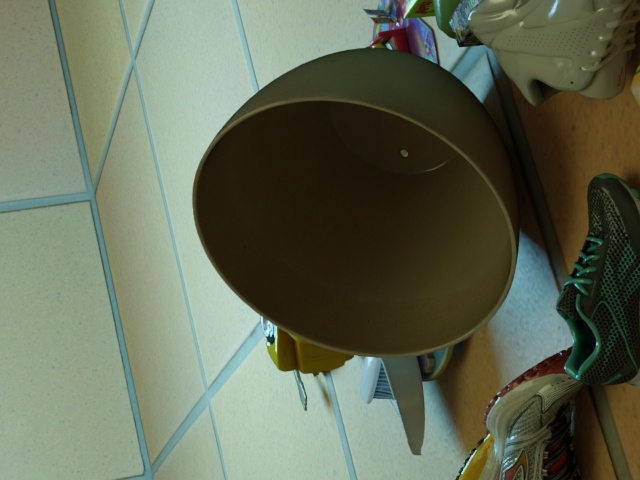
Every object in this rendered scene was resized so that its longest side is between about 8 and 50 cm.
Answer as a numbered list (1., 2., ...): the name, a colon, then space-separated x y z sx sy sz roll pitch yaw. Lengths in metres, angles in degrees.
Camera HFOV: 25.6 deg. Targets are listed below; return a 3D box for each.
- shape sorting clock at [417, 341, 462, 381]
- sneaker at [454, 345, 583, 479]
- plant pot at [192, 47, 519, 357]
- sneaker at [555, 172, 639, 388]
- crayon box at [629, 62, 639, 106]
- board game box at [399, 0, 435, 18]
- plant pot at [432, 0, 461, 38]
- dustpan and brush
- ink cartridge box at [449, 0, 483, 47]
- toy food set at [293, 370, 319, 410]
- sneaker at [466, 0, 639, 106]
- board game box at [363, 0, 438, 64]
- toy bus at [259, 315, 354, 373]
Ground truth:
1. shape sorting clock: 0.094 0.044 1.458 0.206 0.040 0.206 171 90 -71
2. sneaker: 0.191 0.175 1.200 0.093 0.088 0.225 45 145 28
3. plant pot: 0.049 -0.062 1.263 0.191 0.284 0.284 -68 -10 -47
4. sneaker: 0.211 0.034 1.057 0.065 0.076 0.167 -178 80 -70
5. crayon box: 0.289 -0.049 0.784 0.165 0.081 0.278 105 150 -50
6. board game box: 0.089 -0.310 1.314 0.092 0.043 0.181 130 129 -66
7. plant pot: 0.126 -0.217 1.213 0.079 0.083 0.083 86 166 -55
8. dustpan and brush: 0.061 0.112 1.436 0.211 0.060 0.147 95 154 -44
9. ink cartridge box: 0.154 -0.201 1.141 0.115 0.062 0.029 121 136 -60
10. toy food set: -0.014 0.113 1.823 0.132 0.038 0.192 -107 14 -45
11. sneaker: 0.202 -0.164 1.016 0.115 0.090 0.232 61 158 1
12. board game box: 0.071 -0.174 1.442 0.169 0.033 0.133 -123 31 -52
13. toy bus: 0.000 0.000 1.613 0.130 0.108 0.333 -138 43 -59
